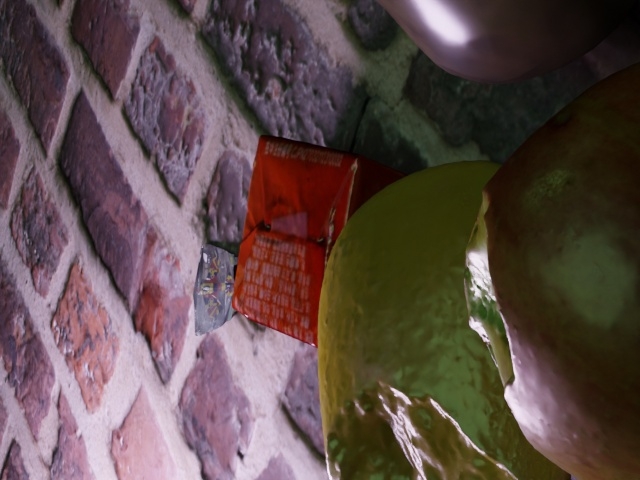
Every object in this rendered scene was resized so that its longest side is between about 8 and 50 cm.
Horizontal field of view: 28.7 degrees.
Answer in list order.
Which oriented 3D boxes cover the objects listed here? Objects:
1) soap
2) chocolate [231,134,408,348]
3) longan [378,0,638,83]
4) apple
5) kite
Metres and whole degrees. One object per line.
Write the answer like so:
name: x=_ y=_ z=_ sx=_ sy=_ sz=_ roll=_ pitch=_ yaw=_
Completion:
soap: x=0.122 y=0.122 z=1.282 sx=0.306 sy=0.115 sz=0.427 roll=-19 pitch=65 yaw=39
chocolate: x=0.000 y=0.000 z=1.533 sx=0.237 sy=0.108 sz=0.235 roll=17 pitch=100 yaw=58
longan: x=0.147 y=-0.352 z=1.156 sx=0.404 sy=0.336 sz=0.404 roll=25 pitch=124 yaw=44
apple: x=0.277 y=0.039 z=0.908 sx=0.339 sy=0.339 sz=0.340 roll=-13 pitch=75 yaw=55
kite: x=-0.128 y=0.064 z=1.797 sx=0.245 sy=0.015 sz=0.141 roll=-11 pitch=77 yaw=59
